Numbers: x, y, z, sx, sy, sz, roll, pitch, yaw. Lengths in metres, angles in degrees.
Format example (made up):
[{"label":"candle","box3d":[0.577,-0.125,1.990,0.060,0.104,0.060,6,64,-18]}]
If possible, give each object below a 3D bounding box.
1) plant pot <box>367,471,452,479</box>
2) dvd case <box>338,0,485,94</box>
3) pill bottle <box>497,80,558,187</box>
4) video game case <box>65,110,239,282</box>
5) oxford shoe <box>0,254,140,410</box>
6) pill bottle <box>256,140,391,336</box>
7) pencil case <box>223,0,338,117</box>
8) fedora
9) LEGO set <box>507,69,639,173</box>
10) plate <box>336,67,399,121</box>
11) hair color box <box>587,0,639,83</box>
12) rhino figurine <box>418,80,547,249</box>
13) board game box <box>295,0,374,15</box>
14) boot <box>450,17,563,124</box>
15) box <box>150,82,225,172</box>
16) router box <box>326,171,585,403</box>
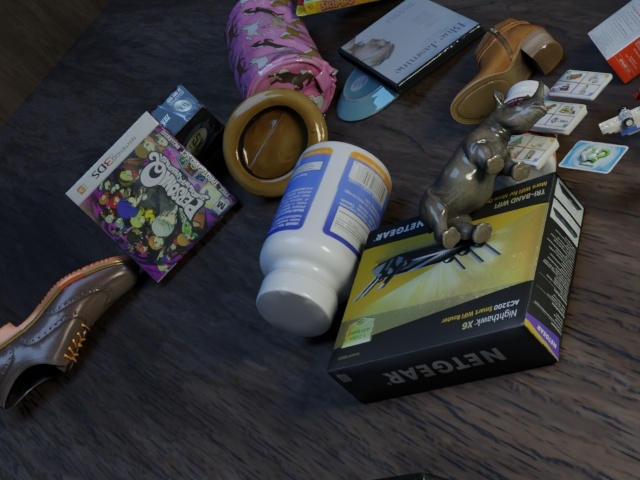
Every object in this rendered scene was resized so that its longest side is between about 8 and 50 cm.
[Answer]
[{"label":"plant pot","box3d":[0.091,0.337,1.218,0.187,0.167,0.188,-19,40,40]},{"label":"dvd case","box3d":[0.151,-0.343,2.080,0.180,0.022,0.253,-36,32,-5]},{"label":"pill bottle","box3d":[0.282,-0.147,1.650,0.086,0.086,0.152,-24,37,33]},{"label":"video game case","box3d":[-0.300,-0.078,2.160,0.210,0.232,0.042,-45,5,1]},{"label":"oxford shoe","box3d":[-0.463,0.170,2.206,0.364,0.130,0.133,-39,62,-1]},{"label":"pill bottle","box3d":[0.000,0.000,1.760,0.152,0.152,0.272,-16,41,41]},{"label":"pencil case","box3d":[-0.082,-0.346,2.281,0.160,0.167,0.386,-62,25,22]},{"label":"fedora","box3d":[-0.074,-0.169,2.098,0.194,0.194,0.079,-40,-8,10]},{"label":"LEGO set","box3d":[0.363,-0.134,1.511,0.244,0.060,0.182,14,55,49]},{"label":"plate","box3d":[0.096,-0.286,2.117,0.188,0.024,0.188,-31,33,23]},{"label":"hair color box","box3d":[0.459,-0.299,1.648,0.167,0.053,0.093,-37,30,17]},{"label":"rhino figurine","box3d":[0.207,-0.100,1.510,0.243,0.073,0.106,-57,30,1]},{"label":"board game box","box3d":[0.078,-0.492,2.290,0.259,0.039,0.124,-11,40,15]},{"label":"boot","box3d":[0.261,-0.260,1.835,0.197,0.073,0.152,-33,31,-1]},{"label":"box","box3d":[-0.255,-0.187,2.272,0.147,0.180,0.077,-46,63,-1]},{"label":"router box","box3d":[0.172,0.064,1.536,0.309,0.081,0.243,-19,39,39]}]
